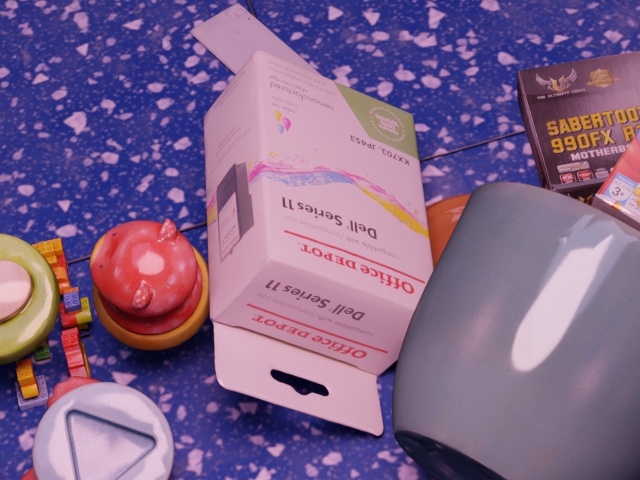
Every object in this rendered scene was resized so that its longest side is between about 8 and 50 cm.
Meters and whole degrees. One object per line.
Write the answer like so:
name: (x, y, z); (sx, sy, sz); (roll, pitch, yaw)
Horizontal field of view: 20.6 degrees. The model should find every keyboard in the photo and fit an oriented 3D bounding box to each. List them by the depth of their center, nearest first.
keyboard: (-0.052, -0.196, 2.061); (0.072, 0.014, 0.256); (-36, 55, -15)

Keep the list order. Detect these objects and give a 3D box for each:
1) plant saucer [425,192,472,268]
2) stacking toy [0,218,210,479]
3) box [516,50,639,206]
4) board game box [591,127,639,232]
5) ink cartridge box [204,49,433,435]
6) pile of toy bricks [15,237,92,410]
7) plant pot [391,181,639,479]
plant saucer: (0.164, 0.023, 1.836); (0.200, 0.037, 0.200); (-4, 50, 5)
stacking toy: (-0.254, 0.113, 1.670); (0.279, 0.130, 0.309); (9, 75, -2)
box: (0.344, -0.122, 1.919); (0.231, 0.056, 0.183); (-8, 51, 0)
board game box: (0.398, -0.095, 1.771); (0.142, 0.144, 0.275); (32, 77, 10)
ink cartridge box: (0.000, 0.000, 1.761); (0.207, 0.119, 0.353); (20, 45, -27)
pile of toy bricks: (-0.299, 0.068, 1.813); (0.118, 0.105, 0.212); (-14, 51, -5)
plant pot: (0.201, 0.127, 1.600); (0.293, 0.293, 0.235); (27, 74, 26)
